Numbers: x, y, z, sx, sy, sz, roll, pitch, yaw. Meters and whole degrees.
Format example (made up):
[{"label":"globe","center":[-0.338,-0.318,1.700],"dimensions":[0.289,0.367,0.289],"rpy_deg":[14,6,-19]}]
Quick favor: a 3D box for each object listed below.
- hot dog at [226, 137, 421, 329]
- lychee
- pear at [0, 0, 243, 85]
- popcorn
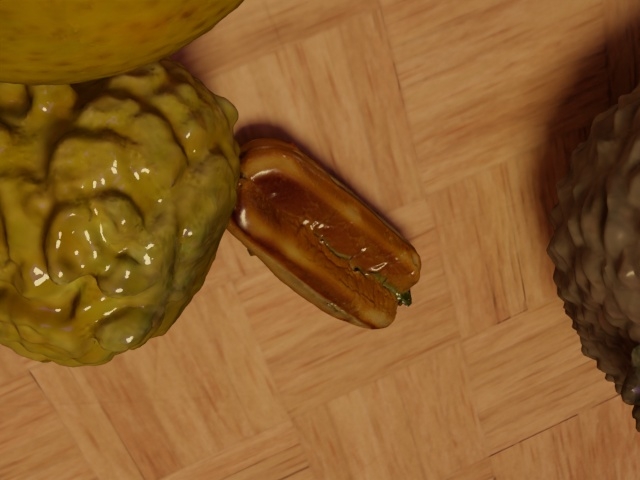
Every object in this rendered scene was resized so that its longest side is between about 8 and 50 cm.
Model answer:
[{"label":"hot dog","center":[0.000,0.000,0.909],"dimensions":[0.250,0.076,0.104],"rpy_deg":[35,85,-40]},{"label":"lychee","center":[0.396,0.000,0.892],"dimensions":[0.432,0.380,0.380],"rpy_deg":[-45,131,-18]},{"label":"pear","center":[-0.142,-0.257,0.454],"dimensions":[0.362,0.418,0.362],"rpy_deg":[-14,132,-16]},{"label":"popcorn","center":[-0.175,-0.032,0.733],"dimensions":[0.225,0.249,0.249],"rpy_deg":[19,117,0]}]
